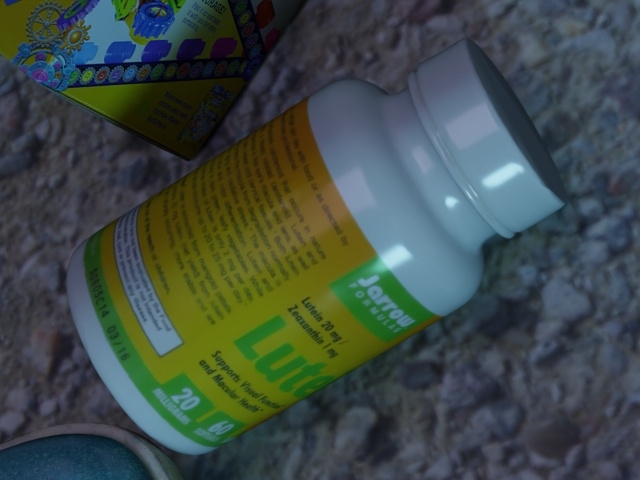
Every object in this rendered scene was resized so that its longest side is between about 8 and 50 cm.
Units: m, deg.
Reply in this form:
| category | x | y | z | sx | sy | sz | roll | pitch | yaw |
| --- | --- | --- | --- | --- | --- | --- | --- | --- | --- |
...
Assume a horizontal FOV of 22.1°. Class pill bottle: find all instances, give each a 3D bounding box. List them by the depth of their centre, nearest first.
| category | x | y | z | sx | sy | sz | roll | pitch | yaw |
| --- | --- | --- | --- | --- | --- | --- | --- | --- | --- |
| pill bottle | 0.000 | 0.000 | 0.871 | 0.246 | 0.136 | 0.136 | -31 | 68 | 16 |

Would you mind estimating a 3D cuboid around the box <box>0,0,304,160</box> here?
| category | x | y | z | sx | sy | sz | roll | pitch | yaw |
| --- | --- | --- | --- | --- | --- | --- | --- | --- | --- |
| box | -0.133 | -0.253 | 0.964 | 0.290 | 0.177 | 0.279 | 37 | 95 | 26 |

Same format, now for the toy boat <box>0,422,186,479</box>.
| category | x | y | z | sx | sy | sz | roll | pitch | yaw |
| --- | --- | --- | --- | --- | --- | --- | --- | --- | --- |
| toy boat | -0.188 | 0.252 | 0.864 | 0.318 | 0.148 | 0.267 | -23 | 73 | 22 |
